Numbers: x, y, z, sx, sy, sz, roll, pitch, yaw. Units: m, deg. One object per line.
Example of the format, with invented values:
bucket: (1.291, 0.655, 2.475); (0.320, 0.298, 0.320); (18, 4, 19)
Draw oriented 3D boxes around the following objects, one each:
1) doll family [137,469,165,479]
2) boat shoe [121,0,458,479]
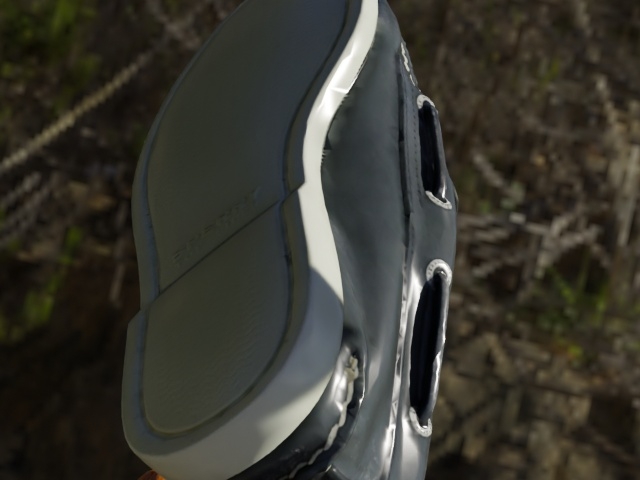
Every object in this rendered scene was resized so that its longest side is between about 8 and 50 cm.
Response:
doll family: (-0.074, 0.221, 1.283); (0.118, 0.163, 0.263); (24, -21, -36)
boat shoe: (0.003, -0.002, 0.802); (0.113, 0.127, 0.340); (45, 21, -25)
